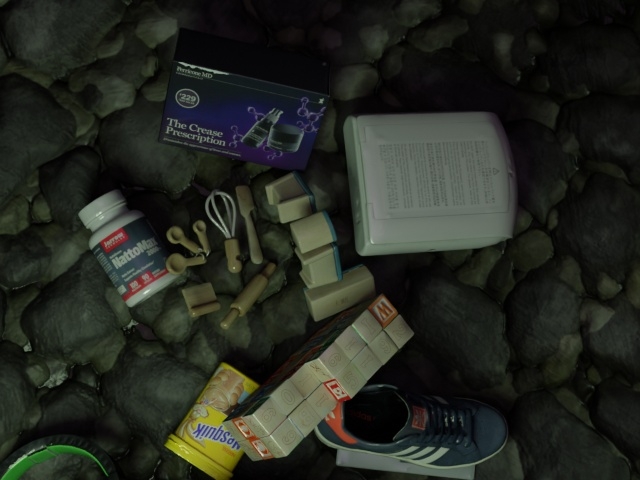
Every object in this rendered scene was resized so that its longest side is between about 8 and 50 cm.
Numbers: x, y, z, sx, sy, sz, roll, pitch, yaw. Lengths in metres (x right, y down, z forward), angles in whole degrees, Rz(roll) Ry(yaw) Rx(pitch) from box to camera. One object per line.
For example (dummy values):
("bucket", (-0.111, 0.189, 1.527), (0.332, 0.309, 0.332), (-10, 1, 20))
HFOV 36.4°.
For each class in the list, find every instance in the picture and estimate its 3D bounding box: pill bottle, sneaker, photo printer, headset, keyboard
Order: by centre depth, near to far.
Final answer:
("headset", (-0.389, 0.500, 1.510), (0.243, 0.185, 0.394), (-23, 57, 0))
("pill bottle", (-0.324, 0.011, 1.632), (0.108, 0.108, 0.180), (-34, 90, -13))
("sneaker", (0.169, 0.313, 1.658), (0.350, 0.148, 0.131), (4, 67, -12))
("keyboard", (0.155, 0.377, 1.730), (0.256, 0.014, 0.072), (8, 86, -10))
("photo printer", (0.205, -0.107, 1.747), (0.307, 0.107, 0.256), (-4, 82, -15))

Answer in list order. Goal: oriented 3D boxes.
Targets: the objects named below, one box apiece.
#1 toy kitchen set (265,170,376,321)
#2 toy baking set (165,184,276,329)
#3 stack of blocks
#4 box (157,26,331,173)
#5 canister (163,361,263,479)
("toy kitchen set", (0.000, 0.000, 1.705), (0.122, 0.207, 0.166), (-21, 43, -13))
("toy baking set", (-0.158, 0.021, 1.661), (0.197, 0.030, 0.256), (56, 50, -15))
("stack of blocks", (-0.003, 0.224, 1.590), (0.297, 0.171, 0.087), (-41, 95, -32))
("box", (-0.130, -0.234, 1.652), (0.261, 0.184, 0.103), (11, 43, -9))
("canister", (-0.166, 0.306, 1.643), (0.126, 0.073, 0.170), (35, 76, -6))
